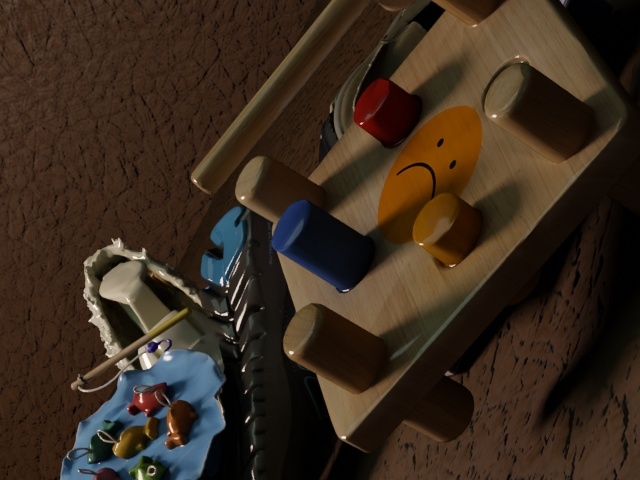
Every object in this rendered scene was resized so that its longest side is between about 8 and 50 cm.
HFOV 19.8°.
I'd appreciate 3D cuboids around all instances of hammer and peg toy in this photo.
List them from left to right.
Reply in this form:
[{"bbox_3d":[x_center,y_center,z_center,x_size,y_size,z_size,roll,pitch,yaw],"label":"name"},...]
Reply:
[{"bbox_3d":[0.060,-0.055,1.160,0.266,0.127,0.361,-50,28,17],"label":"hammer and peg toy"}]

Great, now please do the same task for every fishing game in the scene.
[{"bbox_3d":[-0.151,0.162,1.477,0.189,0.041,0.264,-31,35,24],"label":"fishing game"}]

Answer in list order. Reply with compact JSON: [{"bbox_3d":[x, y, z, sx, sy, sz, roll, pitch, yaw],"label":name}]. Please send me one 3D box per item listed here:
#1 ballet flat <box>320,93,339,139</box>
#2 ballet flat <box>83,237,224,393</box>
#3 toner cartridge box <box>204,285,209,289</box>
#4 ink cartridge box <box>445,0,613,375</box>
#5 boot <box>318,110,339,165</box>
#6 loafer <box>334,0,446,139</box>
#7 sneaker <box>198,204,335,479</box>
[{"bbox_3d":[0.033,-0.126,2.187,0.168,0.057,0.052,-73,-16,-64],"label":"ballet flat"},{"bbox_3d":[-0.136,0.107,1.708,0.147,0.147,0.409,-63,31,6],"label":"ballet flat"},{"bbox_3d":[-0.159,0.202,2.124,0.165,0.075,0.347,-32,29,60],"label":"toner cartridge box"},{"bbox_3d":[0.115,-0.041,1.364,0.303,0.072,0.307,-65,11,-13],"label":"ink cartridge box"},{"bbox_3d":[0.000,0.000,1.812,0.207,0.094,0.246,-56,17,21],"label":"boot"},{"bbox_3d":[0.088,-0.170,1.789,0.087,0.094,0.251,-50,13,50],"label":"loafer"},{"bbox_3d":[-0.019,0.132,1.508,0.125,0.140,0.340,-34,48,54],"label":"sneaker"}]
